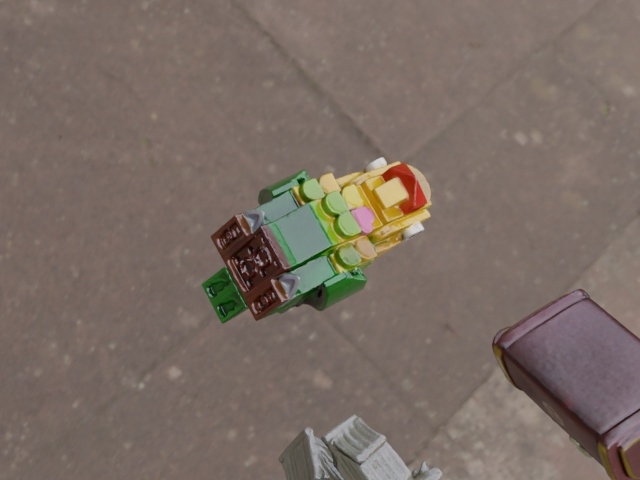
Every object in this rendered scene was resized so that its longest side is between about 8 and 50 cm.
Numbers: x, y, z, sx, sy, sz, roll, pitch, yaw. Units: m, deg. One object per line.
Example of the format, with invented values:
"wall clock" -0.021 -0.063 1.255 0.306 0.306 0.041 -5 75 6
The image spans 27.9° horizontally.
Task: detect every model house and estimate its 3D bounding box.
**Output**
"model house" 0.043 0.334 1.832 0.188 0.229 0.122 43 48 -2

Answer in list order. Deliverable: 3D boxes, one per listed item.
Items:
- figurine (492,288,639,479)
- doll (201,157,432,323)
"figurine" 0.184 0.106 0.903 0.082 0.098 0.154 -31 45 -16
"doll" 0.002 -0.002 1.028 0.186 0.134 0.106 -27 80 -15
